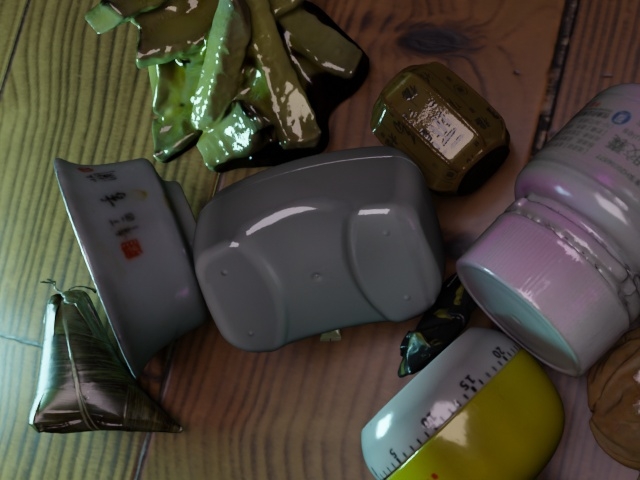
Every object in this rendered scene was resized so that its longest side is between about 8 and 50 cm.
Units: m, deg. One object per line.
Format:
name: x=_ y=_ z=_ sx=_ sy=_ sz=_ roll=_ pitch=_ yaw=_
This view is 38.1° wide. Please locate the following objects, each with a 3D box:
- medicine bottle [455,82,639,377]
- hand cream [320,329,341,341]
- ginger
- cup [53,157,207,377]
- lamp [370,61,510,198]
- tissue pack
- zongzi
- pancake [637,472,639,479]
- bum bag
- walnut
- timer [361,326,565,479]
medicine bottle: x=0.356 y=-0.012 z=1.179 sx=0.325 sy=0.256 sz=0.256 roll=-43 pitch=69 yaw=-9
hand cream: x=0.012 y=0.104 z=1.425 sx=0.035 sy=0.022 sz=0.102 roll=-7 pitch=83 yaw=17
ginger: x=-0.159 y=-0.283 z=1.459 sx=0.414 sy=0.211 sz=0.358 roll=21 pitch=89 yaw=20
cup: x=-0.262 y=0.017 z=1.392 sx=0.163 sy=0.347 sz=0.347 roll=-20 pitch=73 yaw=-11
lamp: x=0.175 y=-0.160 z=1.352 sx=0.161 sy=0.161 sz=0.185 roll=-45 pitch=67 yaw=5
tissue pack: x=0.000 y=0.000 z=1.303 sx=0.333 sy=0.236 sz=0.229 roll=-14 pitch=120 yaw=11
zongzi: x=-0.333 y=0.188 z=1.490 sx=0.241 sy=0.111 sz=0.247 roll=1 pitch=73 yaw=0
pancake: x=0.488 y=0.345 z=1.215 sx=0.158 sy=0.028 sz=0.158 roll=-2 pitch=82 yaw=18
bum bag: x=0.169 y=0.110 z=1.285 sx=0.060 sy=0.232 sz=0.106 roll=46 pitch=131 yaw=2
walnut: x=0.456 y=0.191 z=1.174 sx=0.245 sy=0.198 sz=0.198 roll=-19 pitch=74 yaw=7
timer: x=0.218 y=0.276 z=1.202 sx=0.285 sy=0.285 sz=0.285 roll=-4 pitch=78 yaw=18
